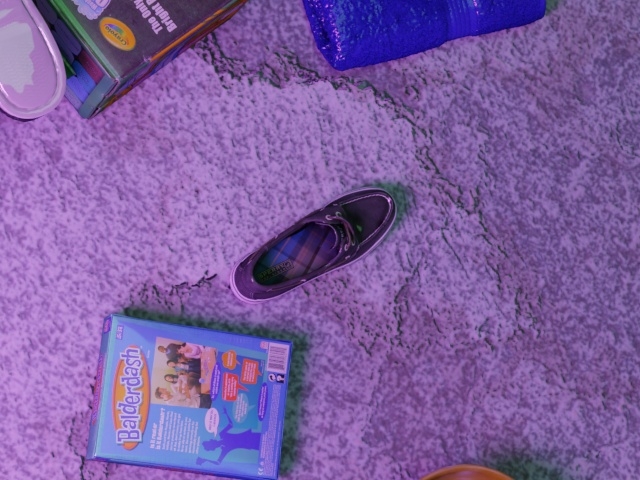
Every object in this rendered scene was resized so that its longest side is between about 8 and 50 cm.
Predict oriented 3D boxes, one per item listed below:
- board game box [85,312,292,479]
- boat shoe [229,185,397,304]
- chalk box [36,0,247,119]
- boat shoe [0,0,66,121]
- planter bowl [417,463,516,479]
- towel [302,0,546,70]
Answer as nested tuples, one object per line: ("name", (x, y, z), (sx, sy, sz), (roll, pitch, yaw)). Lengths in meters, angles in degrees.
("board game box", (-0.143, 0.175, 1.839), (0.210, 0.047, 0.160), (11, 77, -17))
("boat shoe", (0.000, 0.000, 1.908), (0.228, 0.076, 0.080), (-25, 88, -21))
("chalk box", (-0.235, -0.260, 1.826), (0.289, 0.179, 0.180), (-38, 94, -20))
("boat shoe", (-0.345, -0.264, 1.676), (0.114, 0.091, 0.302), (-16, 97, -22))
("planter bowl", (0.152, 0.363, 1.881), (0.217, 0.090, 0.217), (3, 79, -18))
("towel", (0.118, -0.344, 2.017), (0.308, 0.076, 0.228), (-18, 85, -21))
